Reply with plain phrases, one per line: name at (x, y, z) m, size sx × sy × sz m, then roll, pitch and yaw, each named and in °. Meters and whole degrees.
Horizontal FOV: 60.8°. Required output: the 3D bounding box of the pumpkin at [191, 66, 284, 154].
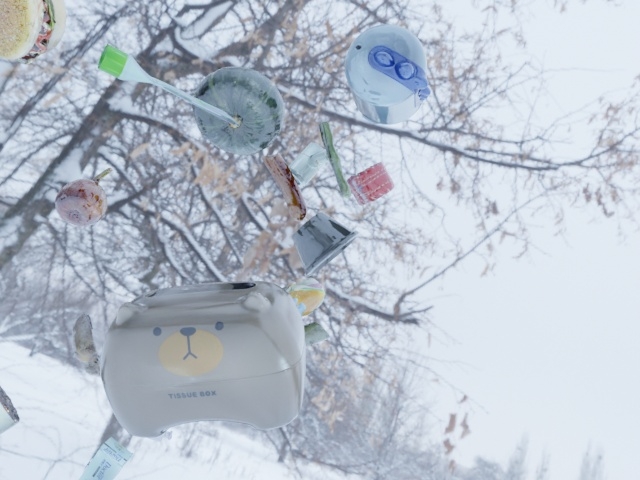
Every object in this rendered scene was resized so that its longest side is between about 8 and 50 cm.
pumpkin at (-0.268, -0.430, 1.798) m, size 0.301 × 0.207 × 0.300 m, roll 3°, pitch -47°, yaw 3°

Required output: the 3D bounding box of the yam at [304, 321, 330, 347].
yam at (-0.049, 0.286, 1.610) m, size 0.147 × 0.069 × 0.069 m, roll -19°, pitch -10°, yaw -17°

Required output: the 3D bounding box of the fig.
fig at (-0.820, -0.153, 1.908) m, size 0.175 × 0.207 × 0.175 m, roll 0°, pitch -43°, yaw 0°

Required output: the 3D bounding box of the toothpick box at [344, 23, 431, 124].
toothpick box at (0.205, -0.480, 1.595) m, size 0.263 × 0.262 × 0.355 m, roll 18°, pitch 4°, yaw 9°

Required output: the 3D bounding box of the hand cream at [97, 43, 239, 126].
hand cream at (-0.285, -0.289, 1.054) m, size 0.275 × 0.079 × 0.050 m, roll 21°, pitch -49°, yaw -34°

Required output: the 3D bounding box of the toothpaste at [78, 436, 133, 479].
toothpaste at (-0.632, 0.680, 1.507) m, size 0.089 × 0.312 × 0.071 m, roll 37°, pitch 17°, yaw 3°

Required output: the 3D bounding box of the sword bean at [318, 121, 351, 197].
sword bean at (0.048, -0.255, 1.743) m, size 0.038 × 0.269 × 0.043 m, roll -12°, pitch -17°, yaw -16°

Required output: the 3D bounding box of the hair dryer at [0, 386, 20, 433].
hair dryer at (-0.821, 0.370, 1.186) m, size 0.128 × 0.203 × 0.362 m, roll 49°, pitch -27°, yaw 21°

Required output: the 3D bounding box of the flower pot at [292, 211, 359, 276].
flower pot at (0.000, 0.000, 2.089) m, size 0.166 × 0.269 × 0.269 m, roll 51°, pitch -19°, yaw 4°

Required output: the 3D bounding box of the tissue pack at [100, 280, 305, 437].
tissue pack at (-0.224, 0.216, 1.096) m, size 0.388 × 0.276 × 0.267 m, roll -4°, pitch 15°, yaw 3°

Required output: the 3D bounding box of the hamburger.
hamburger at (-0.884, -0.671, 1.571) m, size 0.302 × 0.301 × 0.170 m, roll 14°, pitch 23°, yaw 18°

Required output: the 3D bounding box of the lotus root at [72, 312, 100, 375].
lotus root at (-0.849, 0.363, 1.949) m, size 0.078 × 0.166 × 0.329 m, roll -7°, pitch 19°, yaw -28°

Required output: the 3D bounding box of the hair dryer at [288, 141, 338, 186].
hair dryer at (-0.010, -0.316, 2.146) m, size 0.107 × 0.173 × 0.357 m, roll 43°, pitch -16°, yaw -15°

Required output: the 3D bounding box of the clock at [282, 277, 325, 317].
clock at (-0.076, 0.179, 1.622) m, size 0.231 × 0.144 × 0.103 m, roll -18°, pitch -72°, yaw 39°

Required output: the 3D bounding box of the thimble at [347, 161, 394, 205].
thimble at (0.194, -0.220, 2.113) m, size 0.124 × 0.163 × 0.189 m, roll 61°, pitch 13°, yaw -4°

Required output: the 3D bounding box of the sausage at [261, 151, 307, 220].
sausage at (-0.133, -0.216, 2.155) m, size 0.076 × 0.302 × 0.103 m, roll -28°, pitch 1°, yaw 23°

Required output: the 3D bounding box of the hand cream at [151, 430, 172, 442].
hand cream at (-0.555, 0.623, 1.778) m, size 0.142 × 0.053 × 0.084 m, roll 16°, pitch -14°, yaw -10°
